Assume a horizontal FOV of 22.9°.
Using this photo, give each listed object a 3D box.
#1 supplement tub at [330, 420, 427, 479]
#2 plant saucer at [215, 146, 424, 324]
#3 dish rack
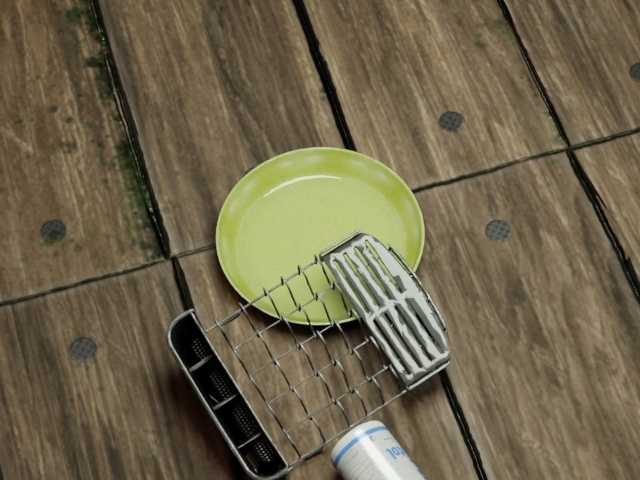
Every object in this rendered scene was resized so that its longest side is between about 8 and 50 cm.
[{"bbox_3d":[0.066,0.249,1.652,0.071,0.071,0.107,-31,63,-16],"label":"supplement tub"},{"bbox_3d":[0.000,0.000,1.829,0.241,0.037,0.241,-1,59,2],"label":"plant saucer"},{"bbox_3d":[-0.004,0.115,1.705,0.271,0.074,0.208,-32,73,-6],"label":"dish rack"}]
